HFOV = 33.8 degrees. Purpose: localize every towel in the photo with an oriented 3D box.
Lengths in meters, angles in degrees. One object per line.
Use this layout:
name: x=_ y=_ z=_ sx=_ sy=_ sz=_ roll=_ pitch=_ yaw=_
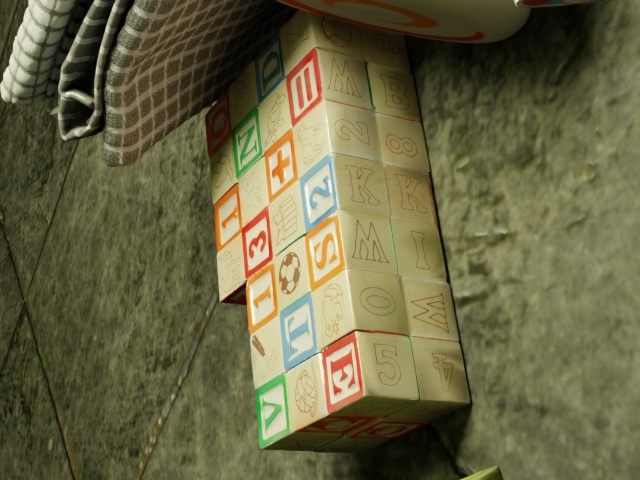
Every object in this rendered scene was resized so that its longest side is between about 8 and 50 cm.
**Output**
towel: x=-0.091 y=-0.204 z=0.814 sx=0.121 sy=0.283 sz=0.235 roll=42 pitch=135 yaw=4

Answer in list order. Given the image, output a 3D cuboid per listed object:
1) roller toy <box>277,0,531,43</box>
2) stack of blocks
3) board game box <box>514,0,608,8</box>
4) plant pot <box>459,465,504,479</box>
roller toy: x=0.049 y=-0.213 z=0.650 sx=0.209 sy=0.191 sz=0.146 roll=20 pitch=99 yaw=58
stack of blocks: x=0.000 y=0.000 z=0.776 sx=0.171 sy=0.087 sz=0.297 roll=-38 pitch=52 yaw=48
board game box: x=0.175 y=-0.156 z=0.227 sx=0.275 sy=0.142 sz=0.144 roll=-5 pitch=96 yaw=57
plant pot: x=0.028 y=0.304 z=0.516 sx=0.275 sy=0.274 sz=0.293 roll=-40 pitch=69 yaw=47
